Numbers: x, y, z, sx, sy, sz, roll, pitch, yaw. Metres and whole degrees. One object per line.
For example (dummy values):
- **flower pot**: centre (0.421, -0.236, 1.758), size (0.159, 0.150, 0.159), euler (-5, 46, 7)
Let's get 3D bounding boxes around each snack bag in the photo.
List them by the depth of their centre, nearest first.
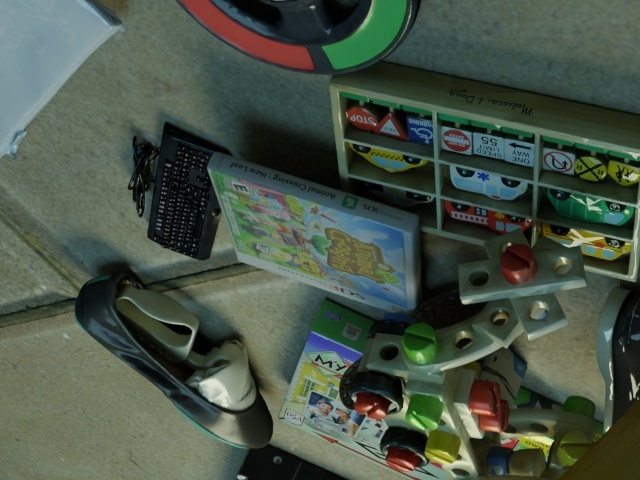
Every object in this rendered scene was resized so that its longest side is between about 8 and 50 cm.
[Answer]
- **snack bag**: centre (-0.362, -0.236, 1.302), size (0.342, 0.037, 0.323), euler (37, 145, -14)

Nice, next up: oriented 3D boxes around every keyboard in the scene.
- **keyboard**: centre (-0.148, -0.038, 1.421), size (0.100, 0.038, 0.192), euler (24, 145, 4)

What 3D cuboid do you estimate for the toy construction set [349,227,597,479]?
- **toy construction set**: centre (0.153, 0.140, 1.255), size (0.215, 0.151, 0.327), euler (6, 133, 24)

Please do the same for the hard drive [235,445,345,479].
- **hard drive**: centre (0.042, 0.394, 1.849), size (0.339, 0.064, 0.237), euler (23, 146, 4)

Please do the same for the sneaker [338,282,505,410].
- **sneaker**: centre (0.113, 0.111, 1.398), size (0.192, 0.064, 0.086), euler (-37, 143, 22)

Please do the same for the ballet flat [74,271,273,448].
- **ballet flat**: centre (-0.148, 0.133, 1.605), size (0.280, 0.095, 0.096), euler (37, 133, -15)

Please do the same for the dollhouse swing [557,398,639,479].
- **dollhouse swing**: centre (0.409, 0.272, 1.075), size (0.347, 0.305, 0.315), euler (32, 117, -15)

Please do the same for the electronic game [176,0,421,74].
- **electronic game**: centre (-0.032, -0.214, 1.099), size (0.229, 0.048, 0.229), euler (17, 145, 13)

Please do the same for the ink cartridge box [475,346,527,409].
- **ink cartridge box**: centre (0.166, 0.144, 1.411), size (0.048, 0.083, 0.028), euler (43, 144, -23)

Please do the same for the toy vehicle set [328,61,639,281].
- **toy vehicle set**: centre (0.142, -0.059, 1.199), size (0.267, 0.035, 0.166), euler (14, 144, 18)

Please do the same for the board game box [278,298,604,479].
- **board game box**: centre (0.121, 0.194, 1.544), size (0.317, 0.046, 0.213), euler (24, 147, 4)

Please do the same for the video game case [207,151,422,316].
- **video game case**: centre (0.000, 0.000, 1.342), size (0.193, 0.023, 0.212), euler (18, 159, 12)

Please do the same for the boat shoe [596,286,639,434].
- **boat shoe**: centre (0.299, 0.137, 1.315), size (0.069, 0.081, 0.227), euler (12, 141, 28)
